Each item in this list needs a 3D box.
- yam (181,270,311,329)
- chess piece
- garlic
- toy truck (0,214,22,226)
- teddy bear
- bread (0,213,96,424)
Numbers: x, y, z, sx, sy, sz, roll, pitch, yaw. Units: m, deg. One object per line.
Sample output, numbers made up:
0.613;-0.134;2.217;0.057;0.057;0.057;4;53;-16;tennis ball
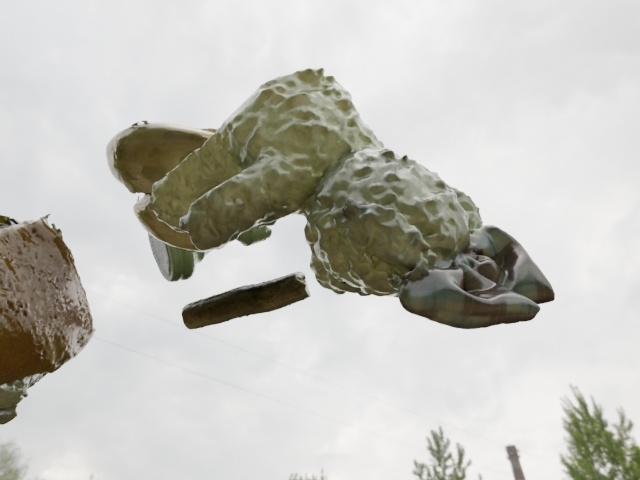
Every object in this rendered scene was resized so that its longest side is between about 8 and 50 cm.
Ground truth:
-0.170;0.137;0.987;0.317;0.067;0.071;-17;-84;16;yam
-0.285;-0.019;1.189;0.298;0.195;0.195;-18;-40;-32;chess piece
-0.294;-0.130;0.965;0.312;0.250;0.286;-8;-48;-11;garlic
-0.652;0.008;0.909;0.062;0.123;0.052;4;-22;8;toy truck
0.000;0.000;0.536;0.327;0.362;0.375;-6;-27;-48;teddy bear
-0.502;0.129;0.667;0.224;0.250;0.279;-9;-70;11;bread
